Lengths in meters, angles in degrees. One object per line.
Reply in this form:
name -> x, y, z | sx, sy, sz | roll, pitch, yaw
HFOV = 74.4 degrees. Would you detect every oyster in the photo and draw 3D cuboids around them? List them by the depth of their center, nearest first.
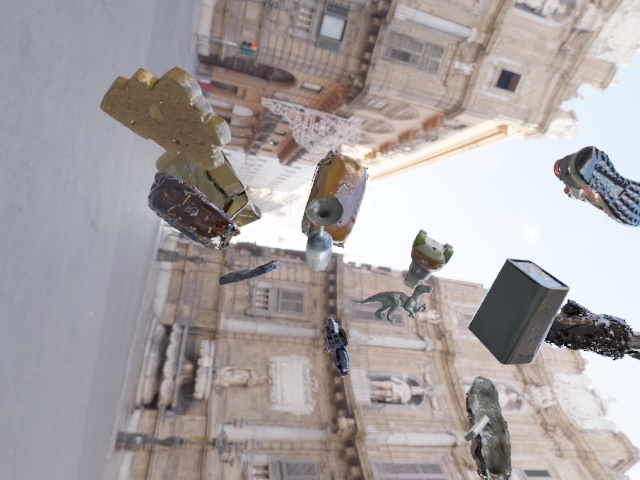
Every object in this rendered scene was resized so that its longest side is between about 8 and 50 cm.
oyster -> 0.523, 0.652, 1.356 | 0.110, 0.204, 0.397 | -16, -101, 42

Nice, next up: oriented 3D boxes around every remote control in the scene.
remote control -> -0.182, 0.083, 1.060 | 0.212, 0.059, 0.028 | -18, -88, 43

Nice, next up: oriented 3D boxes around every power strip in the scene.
power strip -> 0.399, 0.480, 1.078 | 0.016, 0.090, 0.040 | 46, -50, 25

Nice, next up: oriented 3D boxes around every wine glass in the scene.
wine glass -> 0.000, 0.000, 0.905 | 0.262, 0.073, 0.074 | 98, -6, -64

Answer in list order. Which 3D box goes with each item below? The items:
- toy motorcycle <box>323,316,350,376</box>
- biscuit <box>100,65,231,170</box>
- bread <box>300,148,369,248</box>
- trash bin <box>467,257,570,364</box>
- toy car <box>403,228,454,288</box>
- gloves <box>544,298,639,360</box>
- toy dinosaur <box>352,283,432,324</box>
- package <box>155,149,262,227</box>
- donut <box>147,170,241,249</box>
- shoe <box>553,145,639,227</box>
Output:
toy motorcycle -> 0.056, 0.357, 1.394 | 0.213, 0.084, 0.118 | -113, -163, -53
biscuit -> -0.261, -0.210, 0.707 | 0.212, 0.238, 0.041 | 85, 25, -62
bread -> 0.039, -0.109, 1.138 | 0.107, 0.136, 0.241 | -1, -110, 65
trash bin -> 0.529, 0.186, 1.139 | 0.164, 0.122, 0.241 | -126, -133, -56
toy car -> 0.387, 0.087, 1.594 | 0.235, 0.145, 0.235 | -57, 170, -16
gloves -> 0.830, 0.277, 1.277 | 0.210, 0.312, 0.135 | -60, 156, -73
toy dinosaur -> 0.235, 0.199, 1.414 | 0.168, 0.241, 0.053 | -67, 155, -23
package -> -0.328, -0.184, 1.233 | 0.311, 0.221, 0.165 | 56, -24, 23
donut -> -0.300, -0.059, 0.985 | 0.089, 0.235, 0.235 | -58, -169, -13
shoe -> 0.828, -0.149, 1.275 | 0.132, 0.336, 0.171 | -58, -164, -4
